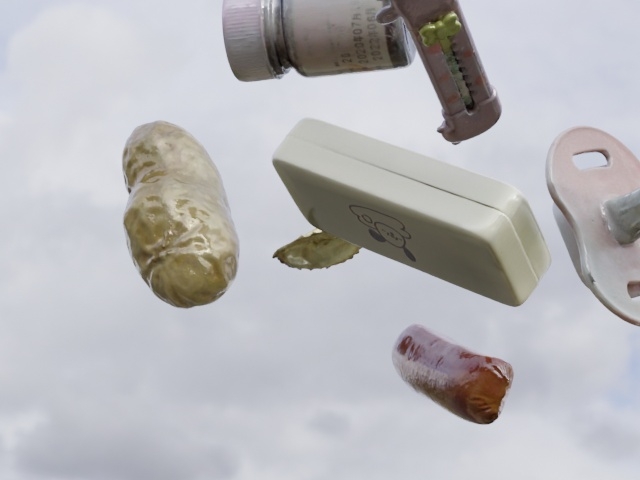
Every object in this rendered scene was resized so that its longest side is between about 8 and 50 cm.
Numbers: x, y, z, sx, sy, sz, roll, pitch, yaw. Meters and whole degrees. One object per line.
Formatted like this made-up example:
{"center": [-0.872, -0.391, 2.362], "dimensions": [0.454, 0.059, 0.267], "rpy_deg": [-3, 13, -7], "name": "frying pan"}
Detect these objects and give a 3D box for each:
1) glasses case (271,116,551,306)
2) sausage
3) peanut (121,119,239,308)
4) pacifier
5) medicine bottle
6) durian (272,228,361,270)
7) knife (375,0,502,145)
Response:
{"center": [0.092, -0.034, 1.600], "dimensions": [0.313, 0.070, 0.131], "rpy_deg": [23, -25, 39], "name": "glasses case"}
{"center": [0.164, 0.169, 1.938], "dimensions": [0.083, 0.089, 0.300], "rpy_deg": [31, -4, -17], "name": "sausage"}
{"center": [-0.244, -0.047, 2.510], "dimensions": [0.192, 0.387, 0.169], "rpy_deg": [19, -53, -34], "name": "peanut"}
{"center": [0.464, -0.033, 2.283], "dimensions": [0.220, 0.332, 0.273], "rpy_deg": [-19, -13, -6], "name": "pacifier"}
{"center": [0.001, -0.327, 2.285], "dimensions": [0.273, 0.165, 0.165], "rpy_deg": [-5, -26, 14], "name": "medicine bottle"}
{"center": [0.003, 0.009, 1.794], "dimensions": [0.130, 0.052, 0.066], "rpy_deg": [-16, 2, -13], "name": "durian"}
{"center": [0.160, -0.224, 1.841], "dimensions": [0.132, 0.038, 0.398], "rpy_deg": [-23, -29, 6], "name": "knife"}
